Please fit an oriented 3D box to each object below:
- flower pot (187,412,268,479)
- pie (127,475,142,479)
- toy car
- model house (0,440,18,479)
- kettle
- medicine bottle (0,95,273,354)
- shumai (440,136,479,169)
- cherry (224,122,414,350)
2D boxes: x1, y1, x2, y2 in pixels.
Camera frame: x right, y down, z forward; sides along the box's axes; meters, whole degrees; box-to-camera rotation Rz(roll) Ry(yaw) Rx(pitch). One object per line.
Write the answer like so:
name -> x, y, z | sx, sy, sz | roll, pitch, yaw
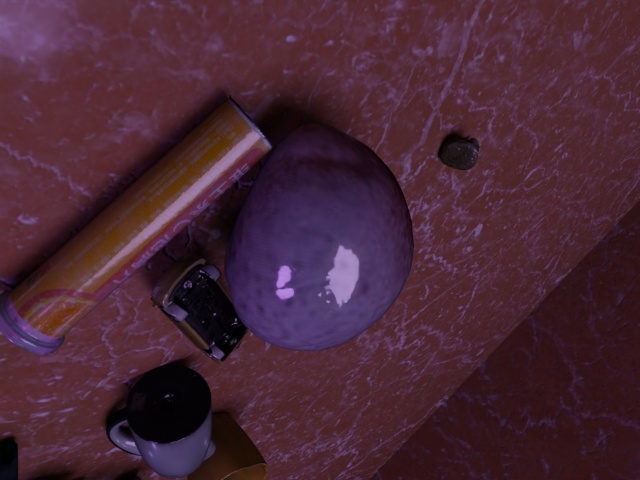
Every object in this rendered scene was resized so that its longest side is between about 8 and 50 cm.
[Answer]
flower pot -> -0.252, 0.541, 1.252 | 0.195, 0.179, 0.195 | -24, 141, -22
pie -> -0.454, 0.683, 1.229 | 0.084, 0.179, 0.205 | 0, 123, -49
toy car -> -0.212, 0.109, 0.857 | 0.101, 0.124, 0.257 | -53, 150, -23
model house -> -0.661, 0.512, 0.838 | 0.248, 0.230, 0.281 | 9, 121, -35
kettle -> -0.334, 0.391, 1.057 | 0.221, 0.161, 0.237 | 2, 137, -7
medicine bottle -> -0.252, -0.023, 0.696 | 0.426, 0.108, 0.108 | -42, 145, 2
shumai -> 0.300, -0.193, 1.056 | 0.083, 0.082, 0.080 | -37, -163, 52
cherry -> -0.009, 0.008, 0.791 | 0.326, 0.291, 0.335 | -50, 158, -13
